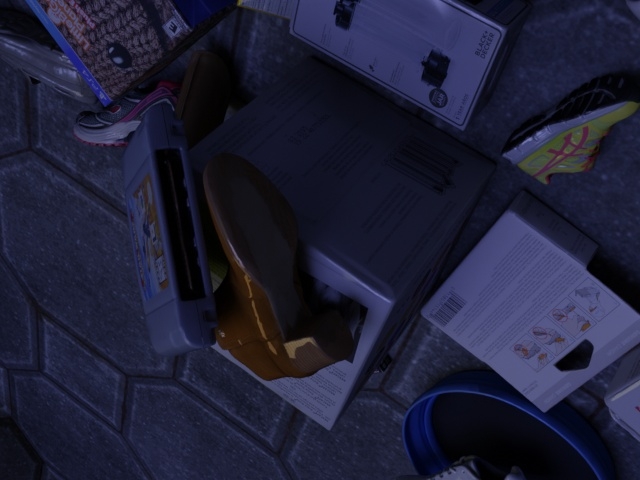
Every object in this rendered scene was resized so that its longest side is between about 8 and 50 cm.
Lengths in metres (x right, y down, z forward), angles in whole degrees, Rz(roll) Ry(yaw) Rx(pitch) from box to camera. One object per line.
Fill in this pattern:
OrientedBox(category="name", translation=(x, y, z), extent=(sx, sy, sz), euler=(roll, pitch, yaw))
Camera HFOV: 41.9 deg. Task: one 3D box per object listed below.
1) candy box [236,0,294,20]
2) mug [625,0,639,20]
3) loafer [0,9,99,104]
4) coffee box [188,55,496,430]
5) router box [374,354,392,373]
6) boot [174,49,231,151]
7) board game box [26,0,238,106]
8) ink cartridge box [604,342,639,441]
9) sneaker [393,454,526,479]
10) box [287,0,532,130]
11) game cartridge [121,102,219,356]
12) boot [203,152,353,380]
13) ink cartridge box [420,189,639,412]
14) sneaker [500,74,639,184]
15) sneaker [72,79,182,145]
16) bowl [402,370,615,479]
OrientedBox(category="candy box", translation=(-0.047, -0.402, 1.158), extent=(0.105, 0.027, 0.206), euler=(16, 137, -4))
OrientedBox(category="mug", translation=(0.521, -0.221, 0.719), extent=(0.328, 0.276, 0.374), euler=(44, 110, -8))
OrientedBox(category="loafer", translation=(-0.546, -0.349, 1.580), extent=(0.319, 0.112, 0.111), euler=(27, 128, 19))
OrientedBox(category="coffee box", translation=(0.000, 0.000, 1.248), extent=(0.338, 0.337, 0.334), euler=(33, 138, 13))
OrientedBox(category="router box", translation=(0.065, 0.215, 1.610), extent=(0.122, 0.038, 0.092), euler=(-19, 110, 47))
OrientedBox(category="boot", translation=(-0.200, -0.134, 1.378), extent=(0.089, 0.269, 0.236), euler=(9, 151, 4))
OrientedBox(category="board game box", translation=(-0.300, -0.389, 1.319), extent=(0.291, 0.141, 0.232), euler=(-24, 107, 47))
OrientedBox(category="ink cartridge box", translation=(0.600, 0.169, 1.029), extent=(0.285, 0.166, 0.395), euler=(42, 139, 4))
OrientedBox(category="sneaker", translation=(0.256, 0.442, 1.499), extent=(0.297, 0.111, 0.129), euler=(-6, 104, 38))
OrientedBox(category="box", translation=(0.109, -0.293, 1.104), extent=(0.290, 0.087, 0.169), euler=(31, 138, 14))
OrientedBox(category="game cartridge", translation=(-0.198, -0.002, 1.067), extent=(0.198, 0.062, 0.297), euler=(-25, 74, 61))
OrientedBox(category="boot", translation=(-0.097, 0.050, 1.037), extent=(0.211, 0.104, 0.295), euler=(-21, 102, 52))
OrientedBox(category="ink cartridge box", translation=(0.326, 0.103, 1.277), extent=(0.261, 0.066, 0.296), euler=(39, 140, 6))
OrientedBox(category="sneaker", translation=(0.334, -0.135, 1.069), extent=(0.094, 0.081, 0.208), euler=(44, 147, -11))
OrientedBox(category="sneaker", translation=(-0.340, -0.227, 1.529), extent=(0.299, 0.121, 0.112), euler=(4, 97, 39))
OrientedBox(category="bowl", translation=(0.337, 0.396, 1.510), extent=(0.391, 0.077, 0.391), euler=(22, 135, 24))
